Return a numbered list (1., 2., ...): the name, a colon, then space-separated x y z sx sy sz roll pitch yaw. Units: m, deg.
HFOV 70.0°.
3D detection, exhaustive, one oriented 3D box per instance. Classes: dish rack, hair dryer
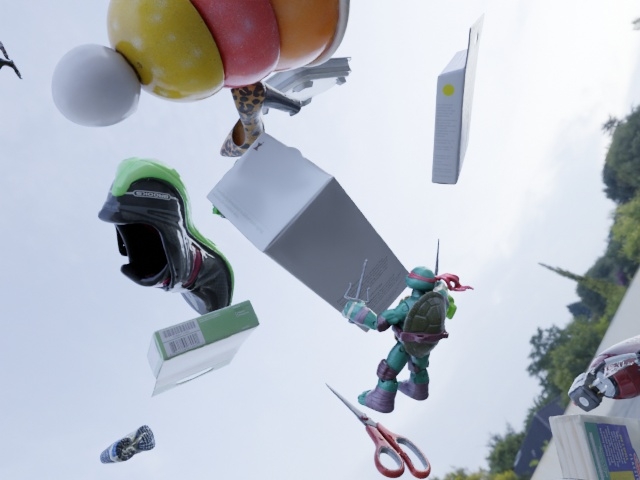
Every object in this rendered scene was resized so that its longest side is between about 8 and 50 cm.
1. dish rack: -0.063 -0.482 1.446 0.333 0.286 0.072 -33 -79 -50
2. hair dryer: 0.501 0.178 0.653 0.224 0.080 0.294 -31 -15 37

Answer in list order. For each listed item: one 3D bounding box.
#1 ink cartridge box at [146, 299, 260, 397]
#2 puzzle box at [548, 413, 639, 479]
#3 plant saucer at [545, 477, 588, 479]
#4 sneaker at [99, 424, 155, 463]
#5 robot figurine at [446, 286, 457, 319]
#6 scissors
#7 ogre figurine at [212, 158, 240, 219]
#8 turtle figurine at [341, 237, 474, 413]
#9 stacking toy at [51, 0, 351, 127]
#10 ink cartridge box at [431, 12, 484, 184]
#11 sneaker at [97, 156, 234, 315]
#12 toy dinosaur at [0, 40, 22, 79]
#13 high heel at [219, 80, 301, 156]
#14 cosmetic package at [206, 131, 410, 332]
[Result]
1. ink cartridge box: -0.222 0.199 0.827 0.171 0.056 0.235 -17 -21 -33
2. puzzle box: 0.482 0.481 0.692 0.272 0.052 0.408 19 -122 -34
3. plant saucer: 0.150 0.244 0.334 0.169 0.029 0.168 -10 -71 -30
4. sneaker: -0.380 0.404 0.902 0.058 0.052 0.135 -24 -15 8
5. robot figurine: 0.253 0.130 1.029 0.101 0.115 0.066 -14 -47 -27
6. scissors: 0.110 0.379 0.942 0.109 0.297 0.021 1 -73 -24
7. ogre figurine: -0.250 -0.135 1.353 0.118 0.097 0.196 63 -161 -54
8. turtle figurine: 0.119 0.114 0.637 0.176 0.118 0.233 3 -80 -20
9. stacking toy: -0.212 -0.342 0.739 0.480 0.351 0.350 -47 -38 -23
10. ink cartridge box: 0.303 -0.321 1.013 0.303 0.072 0.306 -53 -37 -53
11. sneaker: -0.344 0.041 1.023 0.482 0.186 0.202 71 -147 -46
12. toy dinosaur: -0.299 -0.136 0.382 0.082 0.090 0.047 -28 -10 -19
13. high heel: -0.193 -0.271 1.023 0.186 0.261 0.093 5 -116 -52
14. cosmetic package: 0.000 0.000 0.815 0.155 0.197 0.365 -49 -42 -1
